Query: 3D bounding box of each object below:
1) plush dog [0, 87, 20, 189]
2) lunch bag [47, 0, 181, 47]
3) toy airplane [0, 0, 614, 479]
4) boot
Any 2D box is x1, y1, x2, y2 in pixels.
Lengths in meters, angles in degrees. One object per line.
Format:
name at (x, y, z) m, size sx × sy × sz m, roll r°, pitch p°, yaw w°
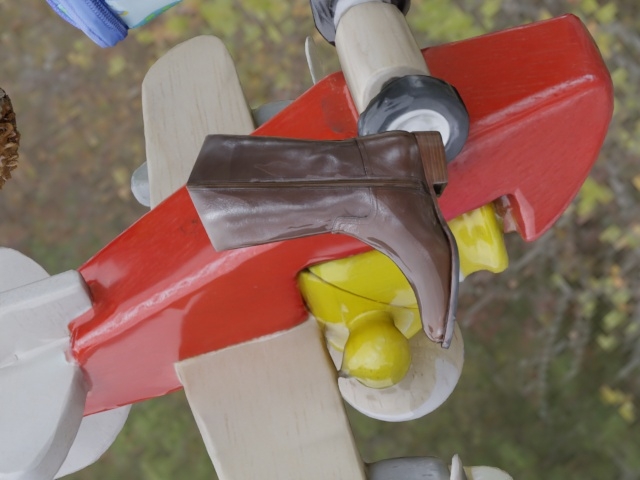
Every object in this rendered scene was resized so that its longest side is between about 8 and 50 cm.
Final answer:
plush dog at (-0.325, -0.078, 1.357) m, size 0.262 × 0.225 × 0.210 m, roll 54°, pitch 170°, yaw -35°
lunch bag at (-0.118, -0.191, 0.774) m, size 0.219 × 0.090 × 0.176 m, roll 56°, pitch -177°, yaw -33°
toy airplane at (-0.025, 0.041, 1.190) m, size 0.384 × 0.386 × 0.272 m, roll 5°, pitch 154°, yaw 43°
boot at (0.000, 0.000, 0.863) m, size 0.037 × 0.114 × 0.106 m, roll 103°, pitch 163°, yaw -62°
